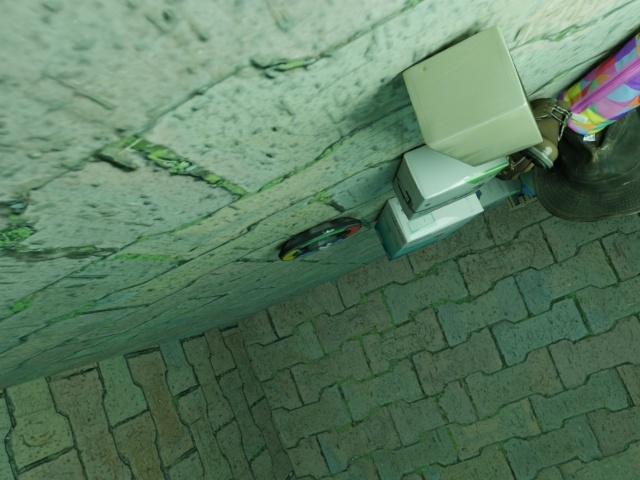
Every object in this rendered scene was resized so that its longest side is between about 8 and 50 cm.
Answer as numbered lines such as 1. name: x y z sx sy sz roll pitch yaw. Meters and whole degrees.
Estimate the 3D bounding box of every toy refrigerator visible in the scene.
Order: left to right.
1. toy refrigerator: 0.198 -0.161 0.575 0.102 0.094 0.269 -20 174 28

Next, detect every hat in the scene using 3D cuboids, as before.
1. hat: 0.576 -0.203 0.962 0.331 0.331 0.134 -26 132 22

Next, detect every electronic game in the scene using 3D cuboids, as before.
1. electronic game: 0.000 0.000 1.202 0.229 0.048 0.229 -22 171 -4

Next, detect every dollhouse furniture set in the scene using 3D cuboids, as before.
1. dollhouse furniture set: 0.729 -0.193 1.661 0.129 0.129 0.183 -30 168 40

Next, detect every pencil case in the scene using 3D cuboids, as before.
1. pencil case: 0.475 -0.249 0.737 0.104 0.104 0.236 -21 170 -14

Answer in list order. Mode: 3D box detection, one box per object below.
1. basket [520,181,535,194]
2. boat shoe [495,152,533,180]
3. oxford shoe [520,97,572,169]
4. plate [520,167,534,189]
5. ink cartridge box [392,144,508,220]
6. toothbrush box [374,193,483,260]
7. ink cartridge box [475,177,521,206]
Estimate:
1. basket: 0.744 -0.186 1.317 0.289 0.201 0.254 -27 -152 -32
2. boat shoe: 0.464 -0.195 1.136 0.073 0.073 0.207 15 166 4
3. oxford shoe: 0.352 -0.185 0.754 0.096 0.082 0.227 -47 -171 34
4. plate: 0.560 -0.199 1.113 0.188 0.188 0.024 -28 130 32
5. ink cartridge box: 0.233 -0.123 0.893 0.160 0.093 0.219 -23 171 1
6. toothbrush box: 0.285 -0.059 1.309 0.216 0.126 0.295 -22 168 -6
7. ink cartridge box: 0.498 -0.146 1.472 0.212 0.093 0.154 -27 172 38
